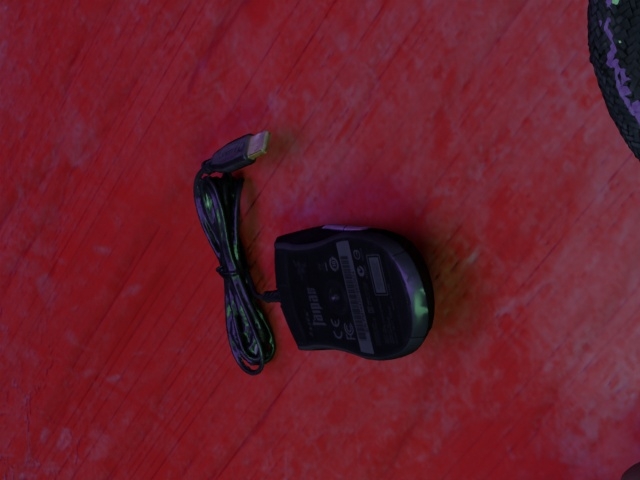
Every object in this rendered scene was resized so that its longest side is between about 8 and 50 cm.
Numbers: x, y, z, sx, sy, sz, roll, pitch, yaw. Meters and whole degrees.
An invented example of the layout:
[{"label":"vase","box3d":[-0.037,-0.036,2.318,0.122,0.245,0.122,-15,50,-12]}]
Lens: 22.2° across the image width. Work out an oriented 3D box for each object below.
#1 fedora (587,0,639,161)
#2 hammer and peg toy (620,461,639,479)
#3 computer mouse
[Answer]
[{"label":"fedora","box3d":[0.242,-0.123,0.863,0.334,0.152,0.334,24,126,38]},{"label":"hammer and peg toy","box3d":[0.281,0.234,0.880,0.361,0.266,0.127,-3,118,43]},{"label":"computer mouse","box3d":[0.000,0.000,1.218,0.262,0.060,0.184,-13,94,55]}]
